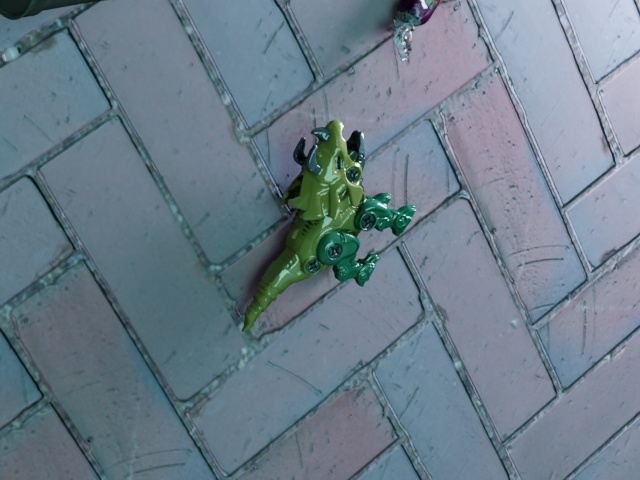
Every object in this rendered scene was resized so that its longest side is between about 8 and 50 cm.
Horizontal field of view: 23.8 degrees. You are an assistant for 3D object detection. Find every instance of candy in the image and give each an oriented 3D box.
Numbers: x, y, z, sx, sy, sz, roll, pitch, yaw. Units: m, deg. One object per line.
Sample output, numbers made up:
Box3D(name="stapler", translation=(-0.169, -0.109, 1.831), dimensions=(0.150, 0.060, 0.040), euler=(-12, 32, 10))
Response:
Box3D(name="candy", translation=(0.123, -0.286, 1.736), dimensions=(0.045, 0.043, 0.175), euler=(38, 77, -30))

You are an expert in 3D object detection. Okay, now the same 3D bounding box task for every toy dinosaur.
Box3D(name="toy dinosaur", translation=(0.000, 0.000, 1.702), dimensions=(0.153, 0.094, 0.259), euler=(24, 96, -33))

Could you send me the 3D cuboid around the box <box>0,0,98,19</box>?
Box3D(name="box", translation=(-0.235, -0.327, 1.398), dimensions=(0.149, 0.226, 0.226), euler=(-15, 108, -27))
